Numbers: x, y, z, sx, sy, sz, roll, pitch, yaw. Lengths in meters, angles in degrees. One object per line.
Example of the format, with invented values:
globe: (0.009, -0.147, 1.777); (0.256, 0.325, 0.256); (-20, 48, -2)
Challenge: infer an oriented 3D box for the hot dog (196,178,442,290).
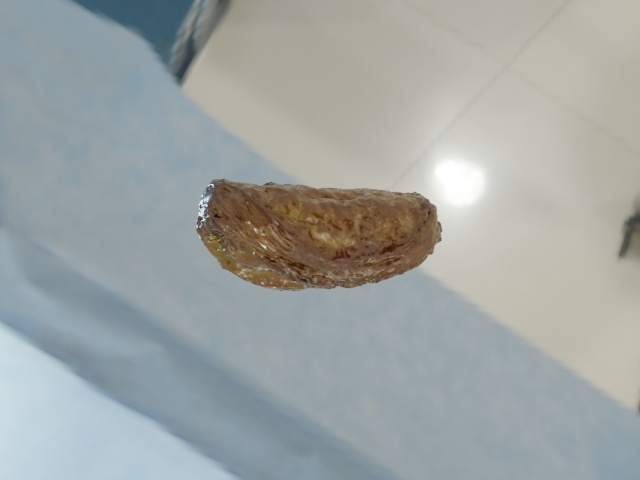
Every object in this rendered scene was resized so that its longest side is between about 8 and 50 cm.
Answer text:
hot dog: (0.000, -0.002, 1.038); (0.147, 0.065, 0.099); (5, 175, -22)
